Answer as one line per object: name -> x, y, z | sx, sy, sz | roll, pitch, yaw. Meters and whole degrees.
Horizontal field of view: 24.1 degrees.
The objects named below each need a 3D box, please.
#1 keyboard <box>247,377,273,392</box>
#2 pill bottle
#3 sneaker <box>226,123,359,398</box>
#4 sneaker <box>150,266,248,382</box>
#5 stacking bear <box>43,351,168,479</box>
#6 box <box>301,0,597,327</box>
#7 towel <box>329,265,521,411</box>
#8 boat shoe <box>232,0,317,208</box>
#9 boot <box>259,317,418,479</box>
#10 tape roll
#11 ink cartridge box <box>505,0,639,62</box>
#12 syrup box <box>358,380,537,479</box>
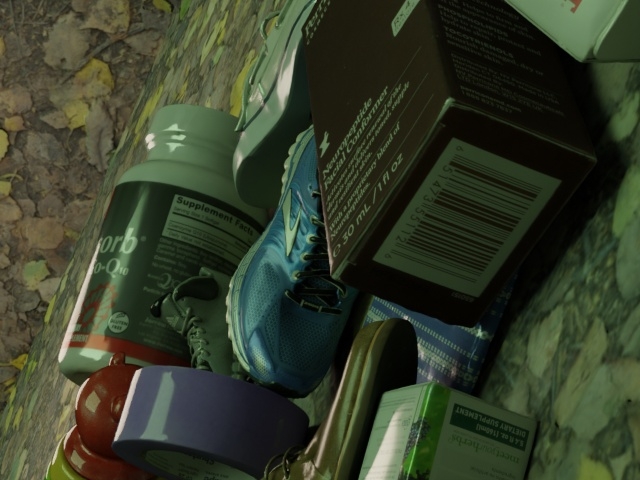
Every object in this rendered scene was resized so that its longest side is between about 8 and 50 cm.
keyboard -> -0.058, 0.152, 1.696 | 0.180, 0.023, 0.108 | -54, 16, 37
pill bottle -> -0.184, 0.026, 1.916 | 0.210, 0.210, 0.363 | -28, 43, 65
sneaker -> 0.000, 0.000, 1.528 | 0.147, 0.129, 0.330 | 141, 147, -62
sneaker -> -0.147, 0.127, 1.746 | 0.086, 0.132, 0.229 | -51, 18, 49
stacking bear -> -0.236, 0.269, 1.737 | 0.175, 0.164, 0.289 | -96, 16, -57
box -> 0.093, -0.132, 1.270 | 0.191, 0.143, 0.381 | -58, 22, 31
towel -> 0.115, 0.036, 1.312 | 0.336, 0.040, 0.243 | -69, 19, 3
boat shoe -> -0.025, -0.192, 1.708 | 0.367, 0.135, 0.156 | 111, 156, -53
boot -> -0.005, 0.195, 1.220 | 0.112, 0.115, 0.305 | -7, -63, -59
tape roll -> -0.111, 0.197, 1.524 | 0.189, 0.189, 0.080 | -34, 39, 62
ink cartridge box -> 0.174, -0.303, 1.095 | 0.306, 0.131, 0.226 | 46, 122, 25
syrup box -> 0.072, 0.231, 1.091 | 0.096, 0.093, 0.237 | -26, 46, 65
